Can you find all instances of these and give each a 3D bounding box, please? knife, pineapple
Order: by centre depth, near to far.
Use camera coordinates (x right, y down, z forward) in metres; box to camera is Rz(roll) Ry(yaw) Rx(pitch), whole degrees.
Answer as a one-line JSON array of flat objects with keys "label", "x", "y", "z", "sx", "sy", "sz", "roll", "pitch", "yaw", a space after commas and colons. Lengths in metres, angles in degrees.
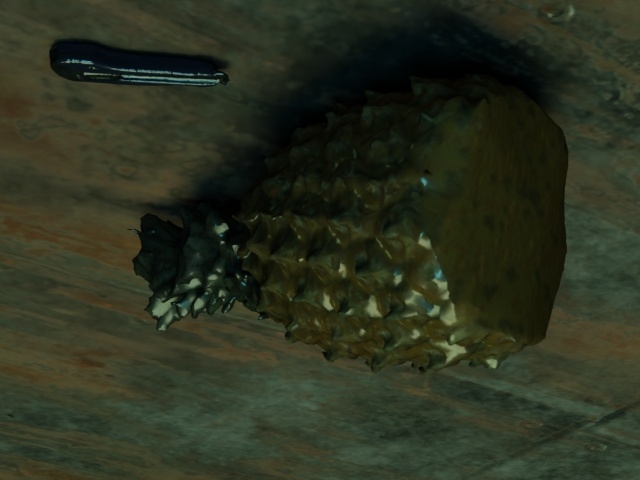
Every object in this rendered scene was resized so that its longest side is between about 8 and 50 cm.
[{"label": "knife", "x": -0.121, "y": -0.117, "z": 0.971, "sx": 0.121, "sy": 0.018, "sz": 0.031, "roll": 2, "pitch": 152, "yaw": -6}, {"label": "pineapple", "x": 0.000, "y": 0.000, "z": 1.022, "sx": 0.362, "sy": 0.202, "sz": 0.202, "roll": -8, "pitch": 152, "yaw": 39}]
